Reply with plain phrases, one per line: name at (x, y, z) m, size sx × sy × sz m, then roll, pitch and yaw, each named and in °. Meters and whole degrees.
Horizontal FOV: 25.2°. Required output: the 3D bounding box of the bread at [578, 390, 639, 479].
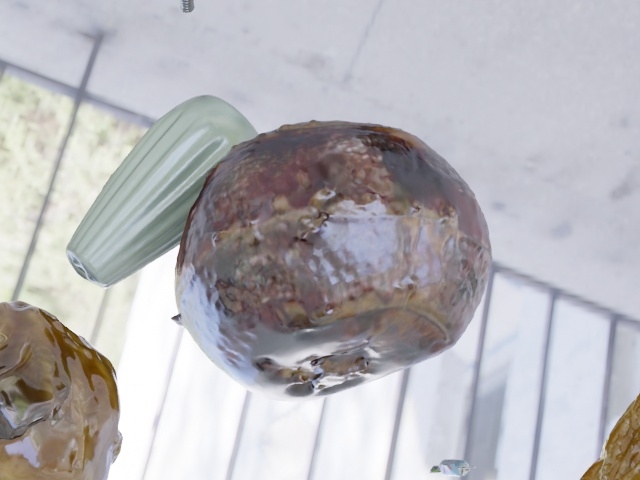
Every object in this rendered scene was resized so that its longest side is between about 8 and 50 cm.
bread at (0.246, 0.245, 1.155) m, size 0.077 × 0.271 × 0.139 m, roll 29°, pitch -174°, yaw -15°

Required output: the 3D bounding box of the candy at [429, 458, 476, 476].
candy at (0.167, 0.290, 1.821) m, size 0.030 × 0.020 × 0.083 m, roll -20°, pitch -177°, yaw -25°

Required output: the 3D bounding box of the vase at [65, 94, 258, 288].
vase at (-0.178, -0.049, 1.592) m, size 0.128 × 0.248 × 0.128 m, roll 39°, pitch 161°, yaw 16°

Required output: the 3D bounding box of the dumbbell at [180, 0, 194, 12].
dumbbell at (-0.175, -0.378, 1.820) m, size 0.081 × 0.082 × 0.254 m, roll 10°, pitch 149°, yaw 5°

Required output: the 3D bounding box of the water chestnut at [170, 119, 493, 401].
water chestnut at (0.000, 0.000, 1.526) m, size 0.350 × 0.302 × 0.350 m, roll -9°, pitch 148°, yaw -6°

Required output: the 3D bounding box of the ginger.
ginger at (-0.297, 0.155, 1.185) m, size 0.269 × 0.200 × 0.223 m, roll -6°, pitch 128°, yaw 15°
